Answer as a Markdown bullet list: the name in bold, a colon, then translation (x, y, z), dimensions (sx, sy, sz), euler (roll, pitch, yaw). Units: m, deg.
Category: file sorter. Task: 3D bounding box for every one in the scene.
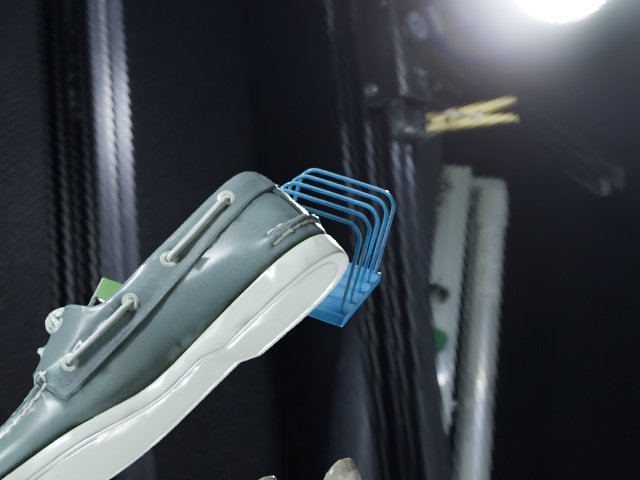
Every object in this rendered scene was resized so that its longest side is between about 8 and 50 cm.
- **file sorter**: translation (0.000, 0.000, 1.334), dimensions (0.170, 0.118, 0.104), euler (-41, -32, -71)

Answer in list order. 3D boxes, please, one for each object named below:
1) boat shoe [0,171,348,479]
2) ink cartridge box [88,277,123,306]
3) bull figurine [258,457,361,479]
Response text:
- **boat shoe**: translation (-0.132, 0.077, 0.880), dimensions (0.099, 0.319, 0.116), euler (52, -179, 17)
- **ink cartridge box**: translation (-0.208, 0.113, 1.280), dimensions (0.062, 0.209, 0.109), euler (20, -131, 1)
- **bull figurine**: translation (0.047, 0.215, 0.685), dimensions (0.101, 0.310, 0.188), euler (-26, -127, -28)
